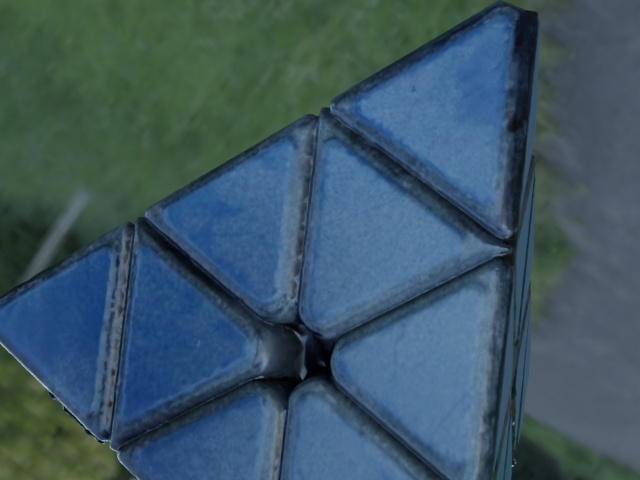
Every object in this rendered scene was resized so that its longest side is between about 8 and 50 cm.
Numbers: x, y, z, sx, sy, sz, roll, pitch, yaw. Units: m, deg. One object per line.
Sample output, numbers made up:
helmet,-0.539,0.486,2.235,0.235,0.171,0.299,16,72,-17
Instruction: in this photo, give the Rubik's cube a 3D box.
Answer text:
Rubik's cube,0.000,0.000,0.468,0.190,0.178,0.211,19,-152,-1
